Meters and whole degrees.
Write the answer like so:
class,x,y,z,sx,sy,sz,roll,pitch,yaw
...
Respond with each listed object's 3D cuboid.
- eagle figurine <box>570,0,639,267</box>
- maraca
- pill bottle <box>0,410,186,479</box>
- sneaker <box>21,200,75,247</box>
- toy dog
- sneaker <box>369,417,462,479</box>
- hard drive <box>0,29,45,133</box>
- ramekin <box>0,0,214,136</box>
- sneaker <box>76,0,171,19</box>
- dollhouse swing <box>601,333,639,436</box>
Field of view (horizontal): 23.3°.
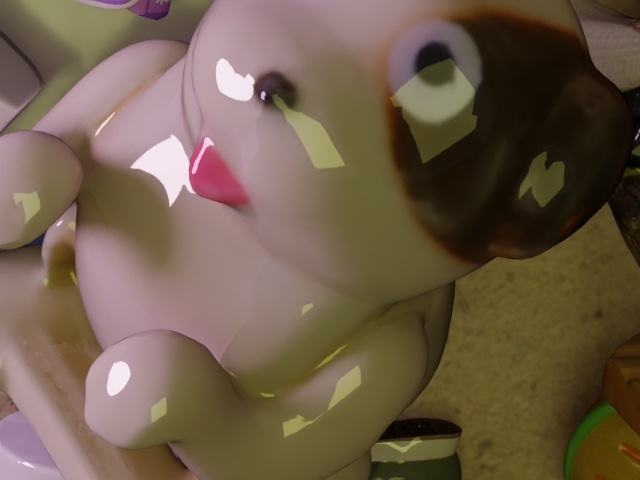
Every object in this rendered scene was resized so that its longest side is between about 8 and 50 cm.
class,x,y,z,sx,sy,sz,roll,pitch,yaw
eagle figurine,0.290,-0.121,0.968,0.298,0.225,0.226,-36,87,19
maraca,0.236,0.167,1.084,0.127,0.099,0.186,-11,130,8
pill bottle,-0.171,0.264,1.071,0.162,0.162,0.279,7,104,-2
sneaker,-0.188,-0.014,1.058,0.059,0.053,0.144,-4,103,3
toy dog,0.000,0.000,0.853,0.395,0.408,0.285,-12,62,-30
sneaker,0.007,0.178,1.098,0.192,0.064,0.086,-3,99,-2
hard drive,-0.348,-0.078,0.958,0.233,0.047,0.353,45,130,-9
ramekin,-0.170,-0.200,0.973,0.272,0.127,0.273,0,105,-1
sneaker,-0.063,-0.210,0.860,0.282,0.102,0.161,-7,108,12
dollhouse swing,0.381,0.019,0.889,0.304,0.347,0.315,15,104,-15
